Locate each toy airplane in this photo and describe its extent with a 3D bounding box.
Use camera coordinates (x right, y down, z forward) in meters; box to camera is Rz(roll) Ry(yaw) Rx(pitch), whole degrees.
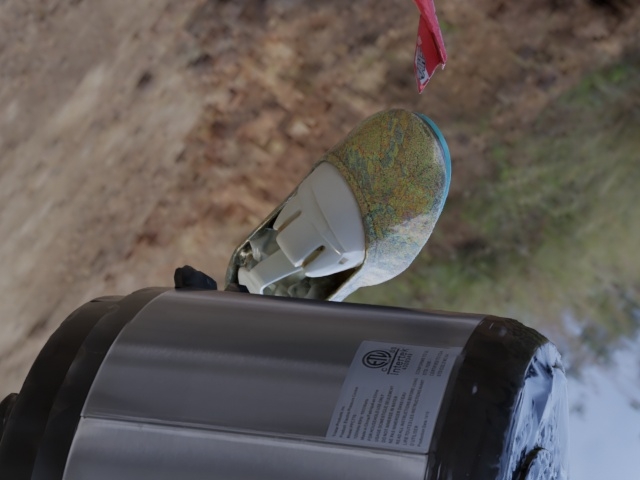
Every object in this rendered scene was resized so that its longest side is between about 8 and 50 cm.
[{"bbox_3d":[0.077,-0.193,1.262,0.028,0.151,0.151,-11,180,3],"label":"toy airplane"}]

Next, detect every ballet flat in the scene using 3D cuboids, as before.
[{"bbox_3d":[0.000,0.000,1.367,0.123,0.123,0.348,-55,-175,-28],"label":"ballet flat"}]

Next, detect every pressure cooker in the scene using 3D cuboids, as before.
[{"bbox_3d":[-0.049,0.212,1.147,0.370,0.420,0.376,-5,99,-73],"label":"pressure cooker"}]
